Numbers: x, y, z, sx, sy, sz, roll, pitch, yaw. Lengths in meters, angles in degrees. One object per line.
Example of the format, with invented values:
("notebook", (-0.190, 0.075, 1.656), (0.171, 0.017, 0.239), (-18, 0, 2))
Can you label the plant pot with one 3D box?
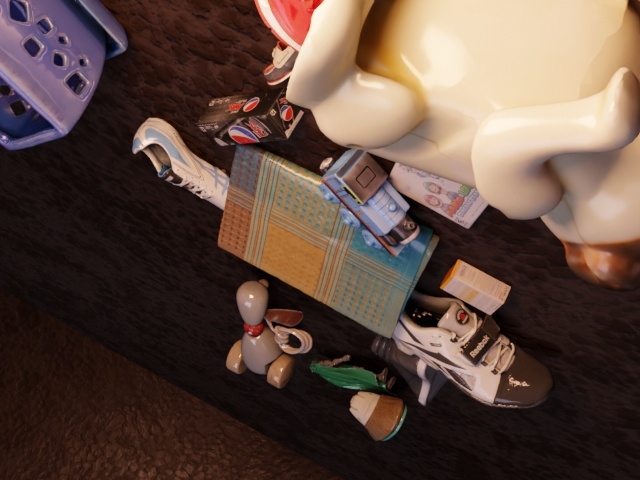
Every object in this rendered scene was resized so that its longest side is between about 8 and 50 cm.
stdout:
("plant pot", (-0.443, -0.293, 1.131), (0.236, 0.212, 0.236), (-1, 140, 47))

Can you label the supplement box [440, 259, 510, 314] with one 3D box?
("supplement box", (0.257, 0.078, 1.277), (0.098, 0.036, 0.062), (29, 154, 3))

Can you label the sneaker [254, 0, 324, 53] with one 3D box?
("sneaker", (-0.015, -0.293, 0.834), (0.221, 0.087, 0.128), (44, 152, -29))

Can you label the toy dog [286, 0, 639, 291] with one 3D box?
("toy dog", (0.191, -0.116, 0.723), (0.408, 0.284, 0.395), (28, 155, -1))

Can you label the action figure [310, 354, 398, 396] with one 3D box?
("action figure", (0.068, 0.327, 1.893), (0.232, 0.063, 0.137), (5, 147, 35))

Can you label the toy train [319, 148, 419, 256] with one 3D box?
("toy train", (0.075, -0.055, 1.143), (0.184, 0.080, 0.105), (47, 163, -13))

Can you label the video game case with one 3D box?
("video game case", (0.175, -0.087, 1.084), (0.143, 0.019, 0.157), (29, 155, 3))

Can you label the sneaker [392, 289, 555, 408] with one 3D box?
("sneaker", (0.259, 0.184, 1.367), (0.330, 0.122, 0.146), (24, 150, 21))

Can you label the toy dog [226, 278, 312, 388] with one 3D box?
("toy dog", (-0.123, 0.204, 1.822), (0.220, 0.161, 0.334), (32, 140, 2))

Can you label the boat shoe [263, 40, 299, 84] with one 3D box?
("boat shoe", (-0.037, -0.242, 0.990), (0.043, 0.049, 0.137), (43, 149, -20))

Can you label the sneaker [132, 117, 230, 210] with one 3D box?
("sneaker", (-0.239, -0.119, 1.381), (0.237, 0.086, 0.085), (41, 151, -25))

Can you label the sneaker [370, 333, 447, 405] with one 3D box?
("sneaker", (0.188, 0.246, 1.600), (0.147, 0.104, 0.296), (33, 164, 26))

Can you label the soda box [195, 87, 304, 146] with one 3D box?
("soda box", (-0.109, -0.184, 1.156), (0.169, 0.060, 0.053), (2, 144, 44))

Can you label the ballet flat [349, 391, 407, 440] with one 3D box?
("ballet flat", (0.133, 0.425, 1.909), (0.124, 0.116, 0.342), (29, 171, 6))

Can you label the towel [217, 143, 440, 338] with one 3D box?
("towel", (0.000, 0.000, 1.330), (0.370, 0.040, 0.271), (28, 136, 8))
